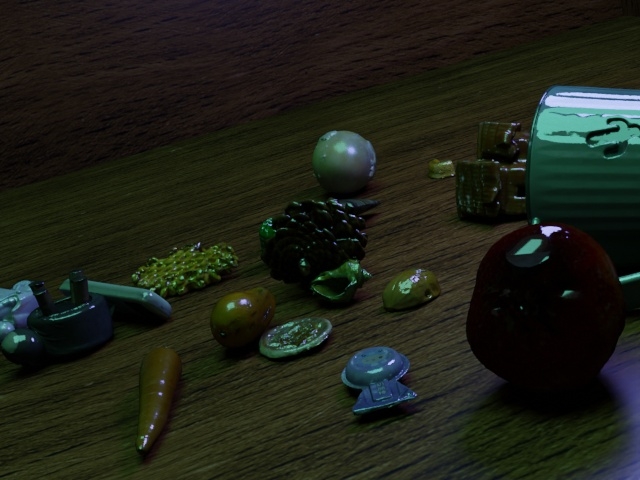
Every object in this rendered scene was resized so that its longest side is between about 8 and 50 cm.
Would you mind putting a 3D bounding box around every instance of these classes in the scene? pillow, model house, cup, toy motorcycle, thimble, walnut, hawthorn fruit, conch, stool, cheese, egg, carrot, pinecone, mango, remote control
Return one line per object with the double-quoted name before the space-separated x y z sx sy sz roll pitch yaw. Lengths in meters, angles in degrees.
"pillow" 0.005 -0.059 2.386 0.208 0.052 0.212 -9 1 24
"model house" 0.391 -0.152 2.228 0.229 0.200 0.219 -4 7 15
"cup" 0.542 -0.059 1.742 0.392 0.401 0.310 3 -11 30
"toy motorcycle" -0.672 0.163 2.182 0.260 0.110 0.171 -29 34 -29
"thimble" -0.061 -0.003 2.252 0.130 0.090 0.118 -23 22 -26
"walnut" 0.158 0.080 1.890 0.121 0.052 0.091 -25 17 -39
"hawthorn fruit" 0.312 0.092 1.478 0.210 0.230 0.266 1 -2 14
"conch" 0.036 0.077 1.950 0.121 0.074 0.089 -9 21 10
"stool" -0.493 0.148 2.021 0.153 0.139 0.228 -6 16 27
"cheese" 0.085 0.202 1.573 0.105 0.042 0.191 -15 19 -1
"egg" 0.059 -0.195 2.657 0.164 0.164 0.201 -15 12 -6
"carrot" -0.256 0.244 1.671 0.069 0.069 0.336 -13 20 0
"pinecone" 0.000 0.002 2.060 0.185 0.169 0.212 5 7 23
"mango" -0.129 0.138 1.858 0.084 0.105 0.159 32 24 26
"remote control" -0.415 0.117 2.156 0.309 0.090 0.038 5 62 43

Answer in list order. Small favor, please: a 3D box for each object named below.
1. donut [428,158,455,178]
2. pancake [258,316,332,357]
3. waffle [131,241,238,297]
"donut" 0.296 -0.181 2.632 0.067 0.038 0.083 -13 19 11
"pancake" -0.043 0.165 1.818 0.139 0.022 0.139 -13 17 4
"waffle" -0.292 0.061 2.298 0.231 0.051 0.228 -17 20 -10
